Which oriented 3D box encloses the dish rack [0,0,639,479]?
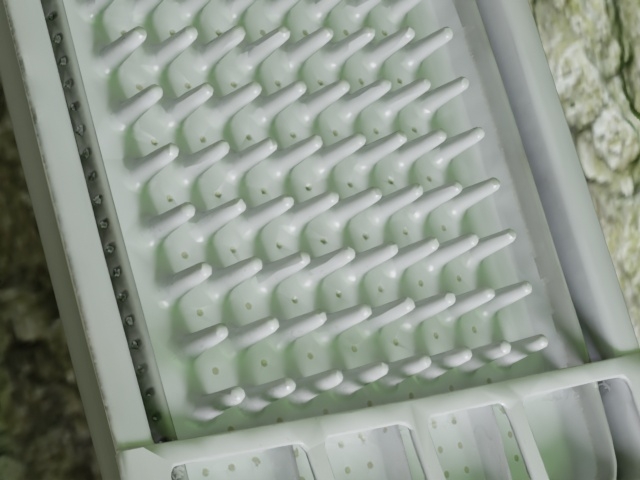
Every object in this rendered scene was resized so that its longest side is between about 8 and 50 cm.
[{"bbox_3d":[0.000,0.000,0.726,0.286,0.072,0.332,-6,76,-40],"label":"dish rack"}]
